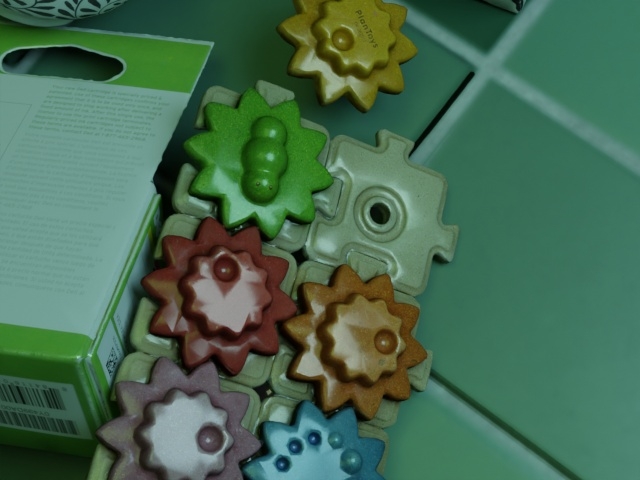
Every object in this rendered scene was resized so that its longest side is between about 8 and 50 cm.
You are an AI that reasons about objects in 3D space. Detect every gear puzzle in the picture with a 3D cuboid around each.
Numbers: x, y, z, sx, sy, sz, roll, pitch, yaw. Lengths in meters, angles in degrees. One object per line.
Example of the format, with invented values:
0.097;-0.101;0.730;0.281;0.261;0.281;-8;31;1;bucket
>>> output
0.000;0.000;0.685;0.175;0.044;0.339;20;71;-17;gear puzzle

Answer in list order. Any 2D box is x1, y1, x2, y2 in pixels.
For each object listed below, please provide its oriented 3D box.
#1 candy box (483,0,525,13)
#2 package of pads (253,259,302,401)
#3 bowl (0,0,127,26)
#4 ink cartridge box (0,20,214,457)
0.051;-0.228;0.686;0.159;0.233;0.071;23;79;14;candy box
-0.023;0.055;0.725;0.050;0.032;0.083;34;82;15;package of pads
-0.175;-0.187;0.777;0.170;0.080;0.170;17;39;-14;bowl
-0.175;-0.014;0.743;0.188;0.097;0.255;7;49;11;ink cartridge box
